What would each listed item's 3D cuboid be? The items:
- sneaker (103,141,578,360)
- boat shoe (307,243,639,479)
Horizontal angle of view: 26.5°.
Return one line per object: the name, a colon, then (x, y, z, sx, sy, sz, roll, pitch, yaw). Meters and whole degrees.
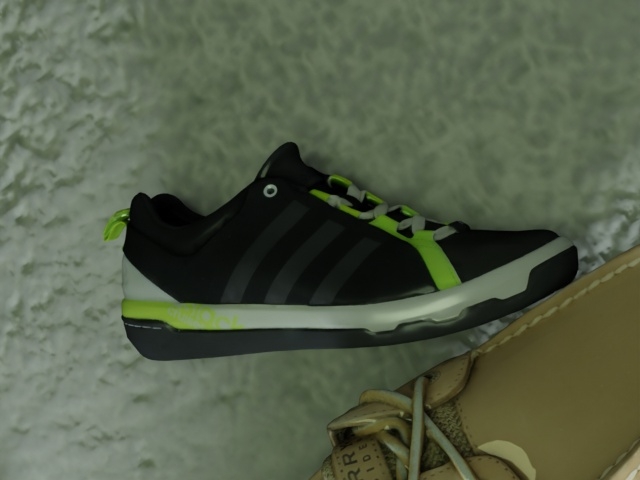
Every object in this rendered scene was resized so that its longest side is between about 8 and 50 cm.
sneaker: (0.000, 0.000, 0.640, 0.235, 0.084, 0.097, -7, 92, 19)
boat shoe: (0.055, 0.119, 0.587, 0.341, 0.110, 0.121, -50, 37, 23)
